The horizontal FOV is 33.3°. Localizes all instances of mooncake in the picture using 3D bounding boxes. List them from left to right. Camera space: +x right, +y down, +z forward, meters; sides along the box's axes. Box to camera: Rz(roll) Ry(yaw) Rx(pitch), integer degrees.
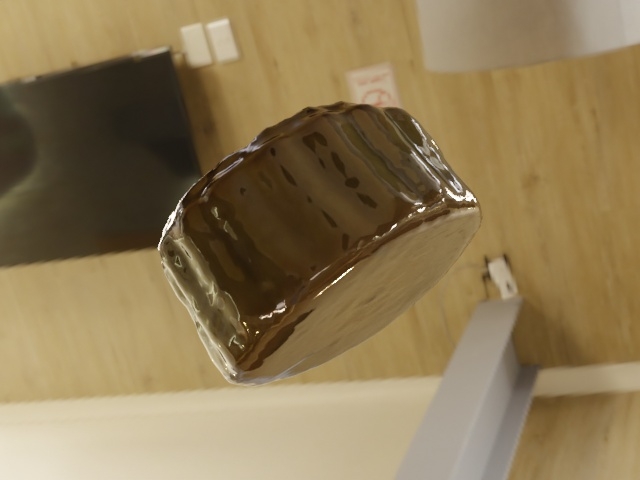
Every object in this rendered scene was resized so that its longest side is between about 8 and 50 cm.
[{"bbox_3d":[0.000,0.000,0.984,0.290,0.161,0.290,-31,163,-11],"label":"mooncake"}]
